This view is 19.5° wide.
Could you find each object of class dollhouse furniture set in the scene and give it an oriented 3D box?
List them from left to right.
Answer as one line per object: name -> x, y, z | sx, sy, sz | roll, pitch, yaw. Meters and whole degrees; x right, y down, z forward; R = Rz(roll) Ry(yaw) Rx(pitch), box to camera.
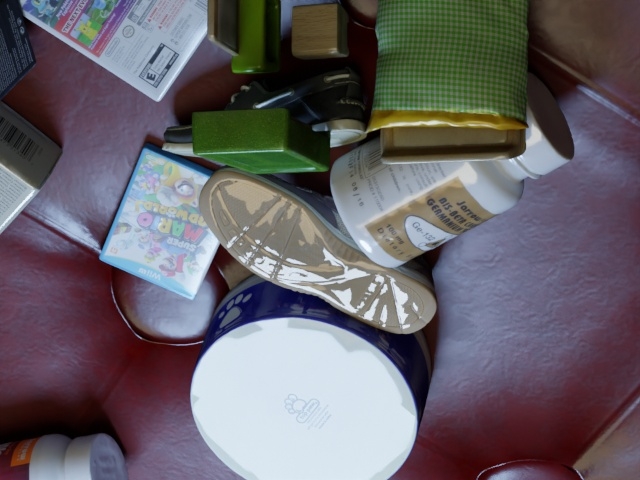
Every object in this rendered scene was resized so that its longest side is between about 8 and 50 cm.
dollhouse furniture set -> 0.044, -0.174, 1.792 | 0.302, 0.151, 0.197 | -2, 83, 18

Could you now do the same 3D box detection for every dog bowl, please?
dog bowl -> -0.011, 0.163, 2.110 | 0.265, 0.104, 0.265 | 5, 123, 8

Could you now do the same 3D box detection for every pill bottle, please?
pill bottle -> -0.353, 0.301, 2.264 | 0.221, 0.121, 0.121 | -13, 119, 20
pill bottle -> 0.136, -0.075, 1.905 | 0.229, 0.131, 0.131 | -28, 113, 24

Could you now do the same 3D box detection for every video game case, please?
video game case -> -0.194, -0.264, 1.920 | 0.183, 0.023, 0.201 | 33, 124, -10
video game case -> -0.167, -0.019, 2.078 | 0.119, 0.015, 0.166 | 24, 125, -4

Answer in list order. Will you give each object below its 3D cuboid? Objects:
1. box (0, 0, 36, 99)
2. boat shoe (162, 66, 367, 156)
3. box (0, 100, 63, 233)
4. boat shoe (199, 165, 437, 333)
box -> -0.403, -0.186, 1.921 | 0.156, 0.158, 0.093 | 1, 123, 21
boat shoe -> -0.061, -0.129, 1.961 | 0.233, 0.084, 0.079 | -9, 82, 25
box -> -0.414, -0.029, 2.078 | 0.113, 0.094, 0.275 | 40, 122, -14
boat shoe -> 0.000, 0.000, 2.007 | 0.285, 0.092, 0.103 | 28, 119, -10
